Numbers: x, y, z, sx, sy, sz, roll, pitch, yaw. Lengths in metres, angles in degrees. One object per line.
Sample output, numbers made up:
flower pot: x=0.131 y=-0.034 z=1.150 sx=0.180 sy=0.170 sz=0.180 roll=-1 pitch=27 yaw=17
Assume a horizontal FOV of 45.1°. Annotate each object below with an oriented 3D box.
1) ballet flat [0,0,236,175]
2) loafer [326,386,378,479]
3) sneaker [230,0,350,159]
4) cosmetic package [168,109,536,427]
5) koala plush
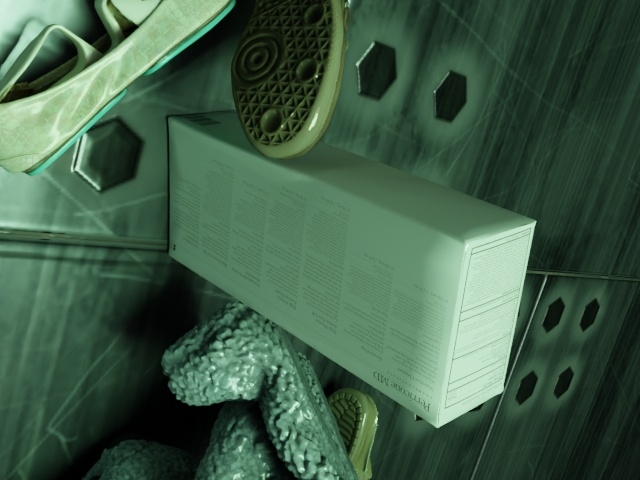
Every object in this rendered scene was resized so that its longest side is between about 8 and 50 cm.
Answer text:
ballet flat: x=-0.115 y=-0.104 z=0.415 sx=0.168 sy=0.057 sz=0.052 roll=-47 pitch=123 yaw=-18
loafer: x=0.020 y=0.193 z=0.699 sx=0.050 sy=0.056 sz=0.148 roll=-7 pitch=125 yaw=-43
sneaker: x=-0.005 y=-0.123 z=0.449 sx=0.071 sy=0.066 sz=0.188 roll=36 pitch=48 yaw=-53
cosmetic package: x=0.000 y=0.000 z=0.441 sx=0.060 sy=0.239 sz=0.098 roll=-14 pitch=119 yaw=-41
koala plush: x=-0.087 y=0.185 z=0.506 sx=0.221 sy=0.203 sz=0.196 roll=-24 pitch=155 yaw=-1
